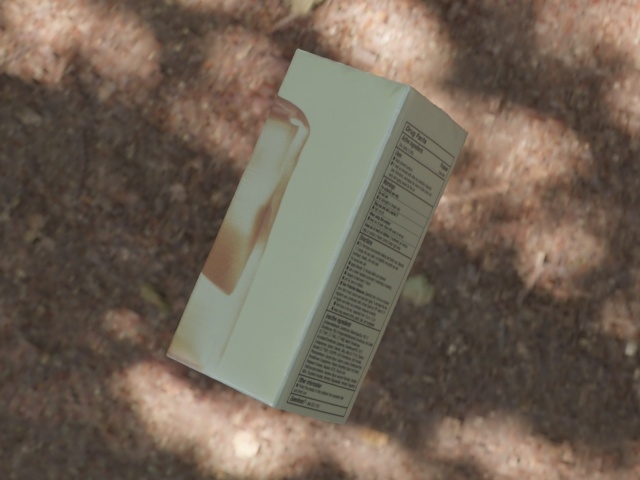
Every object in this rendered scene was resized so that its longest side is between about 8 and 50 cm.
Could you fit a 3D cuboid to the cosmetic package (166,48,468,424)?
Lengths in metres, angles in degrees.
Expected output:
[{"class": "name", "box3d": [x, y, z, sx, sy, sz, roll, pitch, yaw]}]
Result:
[{"class": "cosmetic package", "box3d": [0.000, 0.000, 1.330, 0.129, 0.296, 0.153, 23, 177, 29]}]
